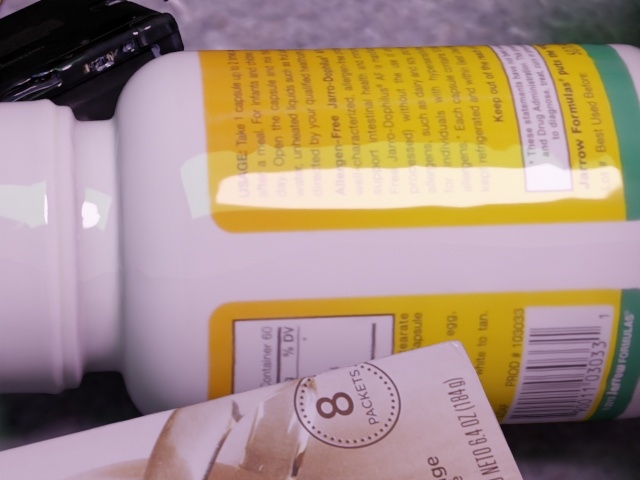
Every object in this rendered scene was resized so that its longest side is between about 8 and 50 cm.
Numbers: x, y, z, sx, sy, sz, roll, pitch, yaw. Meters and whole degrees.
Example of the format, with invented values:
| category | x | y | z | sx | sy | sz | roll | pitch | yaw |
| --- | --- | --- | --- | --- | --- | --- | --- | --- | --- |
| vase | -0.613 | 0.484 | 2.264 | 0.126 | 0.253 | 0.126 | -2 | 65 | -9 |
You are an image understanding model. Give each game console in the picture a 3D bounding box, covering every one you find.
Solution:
| category | x | y | z | sx | sy | sz | roll | pitch | yaw |
| --- | --- | --- | --- | --- | --- | --- | --- | --- | --- |
| game console | -0.100 | -0.027 | 0.617 | 0.122 | 0.071 | 0.107 | -30 | 32 | -24 |

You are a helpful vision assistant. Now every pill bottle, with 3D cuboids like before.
| category | x | y | z | sx | sy | sz | roll | pitch | yaw |
| --- | --- | --- | --- | --- | --- | --- | --- | --- | --- |
| pill bottle | 0.000 | 0.000 | 0.540 | 0.208 | 0.118 | 0.118 | -2 | 54 | -6 |

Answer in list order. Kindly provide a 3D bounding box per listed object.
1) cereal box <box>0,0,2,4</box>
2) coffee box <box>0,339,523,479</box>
| category | x | y | z | sx | sy | sz | roll | pitch | yaw |
| --- | --- | --- | --- | --- | --- | --- | --- | --- | --- |
| cereal box | -0.216 | -0.180 | 0.695 | 0.240 | 0.047 | 0.173 | 13 | 54 | 4 |
| coffee box | -0.059 | 0.133 | 0.450 | 0.246 | 0.098 | 0.141 | -13 | 56 | -14 |
